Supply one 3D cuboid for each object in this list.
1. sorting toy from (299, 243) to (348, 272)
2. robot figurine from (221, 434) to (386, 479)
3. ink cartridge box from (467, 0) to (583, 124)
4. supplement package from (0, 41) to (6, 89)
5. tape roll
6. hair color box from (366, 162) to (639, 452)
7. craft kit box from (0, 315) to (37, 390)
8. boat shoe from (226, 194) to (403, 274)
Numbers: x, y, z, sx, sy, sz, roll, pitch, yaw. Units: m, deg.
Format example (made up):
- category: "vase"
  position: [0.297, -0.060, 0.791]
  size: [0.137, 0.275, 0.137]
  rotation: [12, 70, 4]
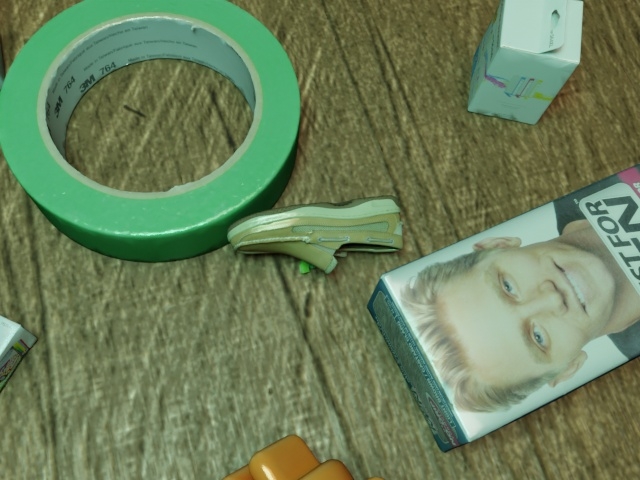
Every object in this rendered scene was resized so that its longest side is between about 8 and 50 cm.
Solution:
- category: "sorting toy"
  position: [0.001, 0.000, 0.710]
  size: [0.062, 0.012, 0.083]
  rotation: [8, 67, -2]
- category: "robot figurine"
  position: [0.004, 0.275, 0.533]
  size: [0.158, 0.128, 0.219]
  rotation: [-30, 73, -16]
- category: "ink cartridge box"
  position: [0.240, -0.219, 0.749]
  size: [0.090, 0.143, 0.092]
  rotation: [11, 67, 0]
- category: "supplement package"
  position: [-0.427, -0.246, 0.688]
  size: [0.105, 0.179, 0.105]
  rotation: [-15, 69, -10]
- category: "tape roll"
  position: [-0.183, -0.137, 0.719]
  size: [0.321, 0.077, 0.321]
  rotation: [2, 67, -4]
- category: "hair color box"
  position: [0.243, 0.059, 0.655]
  size: [0.347, 0.105, 0.173]
  rotation: [-23, 71, -12]
- category: "craft kit box"
  position: [-0.447, 0.141, 0.596]
  size: [0.250, 0.061, 0.246]
  rotation: [24, 65, 5]
- category: "boat shoe"
  position: [0.000, 0.000, 0.670]
  size: [0.190, 0.068, 0.072]
  rotation: [-9, 81, -11]
